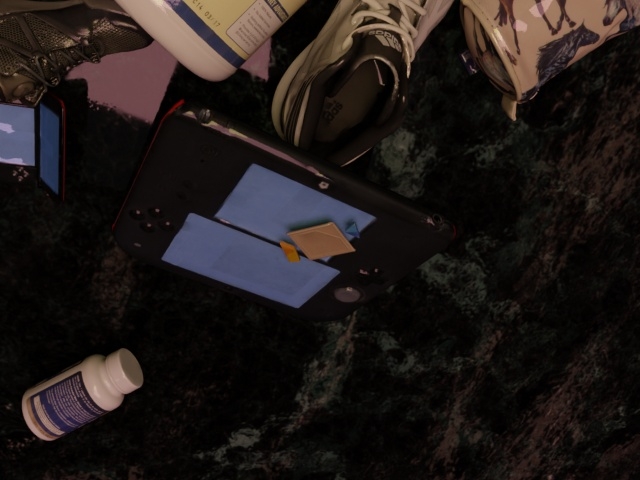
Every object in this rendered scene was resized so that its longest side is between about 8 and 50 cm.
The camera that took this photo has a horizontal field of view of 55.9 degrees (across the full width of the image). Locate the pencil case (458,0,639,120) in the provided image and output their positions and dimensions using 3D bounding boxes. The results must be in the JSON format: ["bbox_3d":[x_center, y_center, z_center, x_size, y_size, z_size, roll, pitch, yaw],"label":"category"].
[{"bbox_3d":[0.387,-0.341,0.800,0.410,0.160,0.184,-29,133,4],"label":"pencil case"}]

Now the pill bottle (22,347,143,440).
[{"bbox_3d":[-0.375,0.241,0.963,0.169,0.094,0.094,-28,117,3],"label":"pill bottle"}]

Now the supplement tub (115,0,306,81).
[{"bbox_3d":[-0.083,-0.365,0.657,0.325,0.235,0.235,-42,115,10],"label":"supplement tub"}]

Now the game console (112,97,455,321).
[{"bbox_3d":[-0.067,-0.007,0.825,0.386,0.060,0.342,22,148,-20],"label":"game console"}]

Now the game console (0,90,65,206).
[{"bbox_3d":[-0.394,-0.129,0.792,0.124,0.085,0.144,6,113,-14],"label":"game console"}]

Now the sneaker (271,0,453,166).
[{"bbox_3d":[0.102,-0.268,0.724,0.169,0.257,0.448,26,107,-20],"label":"sneaker"}]

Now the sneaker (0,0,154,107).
[{"bbox_3d":[-0.314,-0.224,0.730,0.227,0.087,0.130,-1,73,-6],"label":"sneaker"}]

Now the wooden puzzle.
[{"bbox_3d":[0.000,0.000,0.775,0.116,0.014,0.079,-8,146,21],"label":"wooden puzzle"}]
